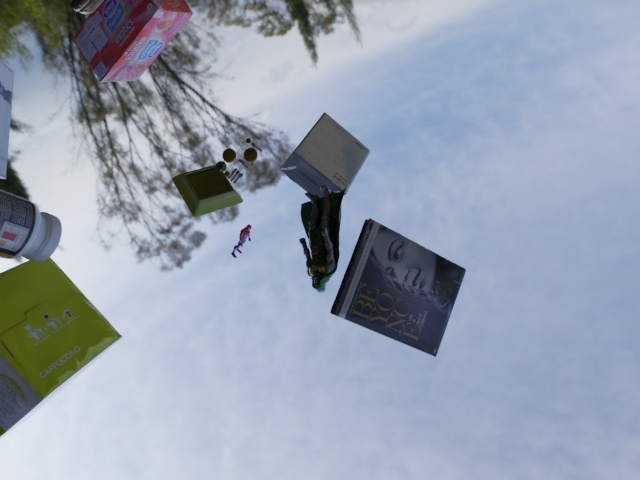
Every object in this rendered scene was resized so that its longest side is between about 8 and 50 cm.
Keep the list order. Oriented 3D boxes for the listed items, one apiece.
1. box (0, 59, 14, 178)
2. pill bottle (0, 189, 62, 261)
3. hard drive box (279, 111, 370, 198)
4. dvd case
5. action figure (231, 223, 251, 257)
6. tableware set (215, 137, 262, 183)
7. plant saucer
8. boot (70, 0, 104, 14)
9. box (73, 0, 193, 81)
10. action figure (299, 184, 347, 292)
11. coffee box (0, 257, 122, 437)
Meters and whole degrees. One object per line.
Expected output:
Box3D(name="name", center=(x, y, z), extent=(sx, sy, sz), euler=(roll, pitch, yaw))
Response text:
Box3D(name="box", center=(-0.833, -0.308, 1.281), extent=(0.087, 0.290, 0.169), euler=(1, 173, -5))
Box3D(name="pill bottle", center=(-0.800, -0.045, 1.301), extent=(0.162, 0.278, 0.162), euler=(-11, -113, 27))
Box3D(name="hard drive box", center=(0.019, -0.228, 1.491), extent=(0.089, 0.181, 0.232), euler=(-43, -169, 44))
Box3D(name="dvd case", center=(0.136, 0.082, 0.881), extent=(0.018, 0.221, 0.165), euler=(4, -110, 64))
Box3D(name="action figure", center=(-0.195, -0.001, 1.341), extent=(0.030, 0.115, 0.038), euler=(39, -136, 12))
Box3D(name="tableware set", center=(-0.270, -0.270, 1.741), extent=(0.154, 0.104, 0.024), euler=(-49, 175, 6))
Box3D(name="plant saucer", center=(-0.384, -0.185, 1.809), extent=(0.188, 0.045, 0.188), euler=(-21, -118, -28))
Box3D(name="boot", center=(-0.436, -0.592, 1.203), extent=(0.112, 0.115, 0.305), euler=(6, -126, 37))
Box3D(name="box", center=(-0.516, -0.587, 1.449), extent=(0.300, 0.154, 0.142), euler=(-33, 180, 33))
Box3D(name="action figure", center=(0.000, 0.000, 1.129), extent=(0.137, 0.063, 0.232), euler=(-23, -121, 40))
Box3D(name="coffee box", center=(-0.838, 0.298, 1.450), extent=(0.334, 0.338, 0.337), euler=(-38, -175, 22))
